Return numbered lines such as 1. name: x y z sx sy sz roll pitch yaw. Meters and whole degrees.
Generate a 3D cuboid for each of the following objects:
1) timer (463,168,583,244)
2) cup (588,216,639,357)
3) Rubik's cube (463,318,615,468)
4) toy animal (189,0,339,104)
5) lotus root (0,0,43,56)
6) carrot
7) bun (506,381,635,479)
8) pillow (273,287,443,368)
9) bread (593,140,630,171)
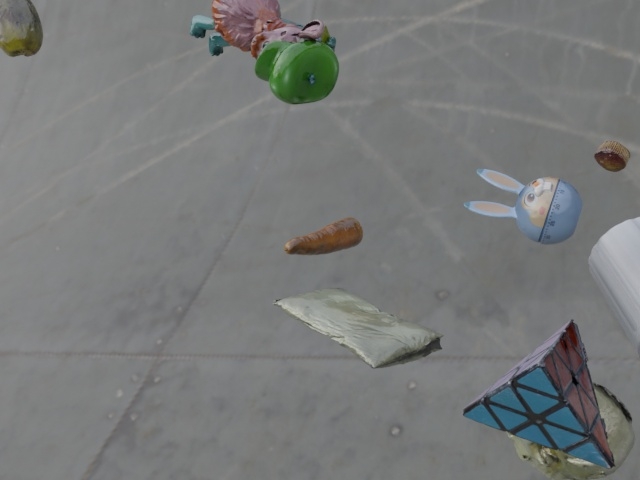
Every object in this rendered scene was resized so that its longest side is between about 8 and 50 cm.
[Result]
1. timer: 0.489 -0.094 1.965 0.175 0.255 0.175 -58 5 9
2. cup: 0.543 0.095 1.371 0.167 0.221 0.202 -14 43 -4
3. Rubik's cube: 0.283 0.201 1.177 0.178 0.211 0.190 -20 26 31
4. toy animal: -0.048 -0.196 0.814 0.103 0.100 0.208 -1 23 -34
5. lotus root: -0.334 -0.241 0.918 0.054 0.049 0.099 -9 61 -31
6. carrot: 0.000 0.000 1.600 0.061 0.061 0.210 2 11 37
7. bun: 0.423 0.333 1.490 0.239 0.239 0.141 13 43 45
8. pillow: 0.055 0.127 1.279 0.148 0.050 0.230 -5 21 -43
9. bread: 0.743 -0.211 2.161 0.085 0.085 0.053 12 58 45
